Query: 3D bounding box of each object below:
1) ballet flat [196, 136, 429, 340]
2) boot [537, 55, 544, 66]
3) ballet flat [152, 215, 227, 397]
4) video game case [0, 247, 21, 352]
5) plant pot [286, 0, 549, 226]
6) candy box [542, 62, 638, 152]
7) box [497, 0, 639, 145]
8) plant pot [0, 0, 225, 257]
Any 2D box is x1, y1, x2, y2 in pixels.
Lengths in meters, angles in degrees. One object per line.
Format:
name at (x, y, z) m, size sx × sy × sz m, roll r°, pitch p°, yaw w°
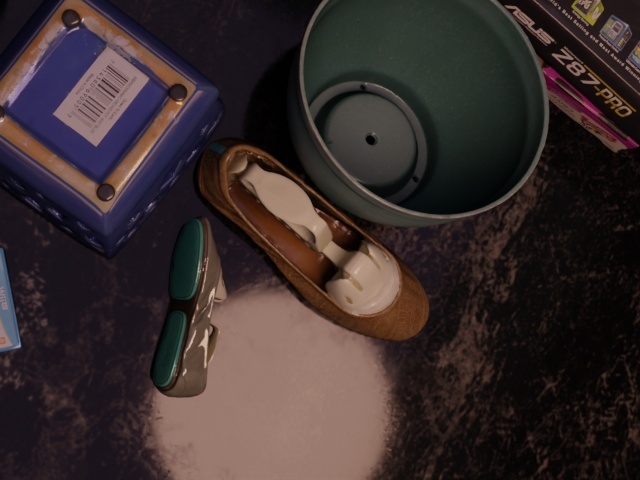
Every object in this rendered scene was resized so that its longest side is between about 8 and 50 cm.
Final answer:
ballet flat at (0.000, 0.000, 1.403) m, size 0.342 × 0.124 × 0.116 m, roll 43°, pitch 79°, yaw -7°
boot at (0.227, -0.368, 1.462) m, size 0.236 × 0.089 × 0.269 m, roll 32°, pitch 73°, yaw -9°
ballet flat at (-0.145, 0.079, 1.409) m, size 0.068 × 0.072 × 0.213 m, roll 14°, pitch 85°, yaw -38°
video game case at (-0.435, 0.081, 1.368) m, size 0.166 × 0.015 × 0.119 m, roll -11°, pitch 89°, yaw -12°
plant pot at (0.084, -0.140, 1.374) m, size 0.293 × 0.196 × 0.293 m, roll 6°, pitch 74°, yaw -19°
candy box at (0.389, -0.252, 1.517) m, size 0.159 × 0.071 × 0.233 m, roll 37°, pitch 81°, yaw -9°
box at (0.435, -0.274, 1.435) m, size 0.395 × 0.097 × 0.318 m, roll 40°, pitch 71°, yaw -8°
plant pot at (-0.252, -0.137, 1.315) m, size 0.236 × 0.212 × 0.236 m, roll 37°, pitch 82°, yaw -7°
